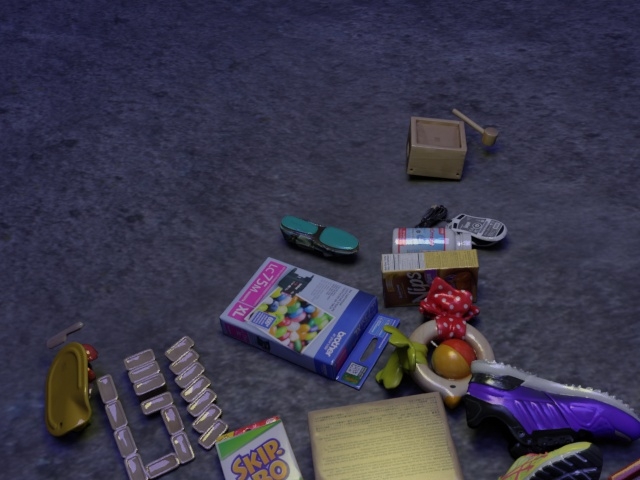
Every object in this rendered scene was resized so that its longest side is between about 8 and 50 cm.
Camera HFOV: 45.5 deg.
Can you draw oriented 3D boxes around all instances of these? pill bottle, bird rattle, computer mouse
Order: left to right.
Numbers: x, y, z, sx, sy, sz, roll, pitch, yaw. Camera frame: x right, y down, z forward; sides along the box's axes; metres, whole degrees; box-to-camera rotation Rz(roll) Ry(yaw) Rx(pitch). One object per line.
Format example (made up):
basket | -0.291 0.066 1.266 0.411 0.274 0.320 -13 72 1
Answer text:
pill bottle | 0.229 0.017 1.579 0.160 0.087 0.087 -1 46 7
bird rattle | 0.225 0.203 1.408 0.253 0.143 0.207 -28 59 -36
computer mouse | 0.306 -0.022 1.641 0.193 0.042 0.106 16 45 30

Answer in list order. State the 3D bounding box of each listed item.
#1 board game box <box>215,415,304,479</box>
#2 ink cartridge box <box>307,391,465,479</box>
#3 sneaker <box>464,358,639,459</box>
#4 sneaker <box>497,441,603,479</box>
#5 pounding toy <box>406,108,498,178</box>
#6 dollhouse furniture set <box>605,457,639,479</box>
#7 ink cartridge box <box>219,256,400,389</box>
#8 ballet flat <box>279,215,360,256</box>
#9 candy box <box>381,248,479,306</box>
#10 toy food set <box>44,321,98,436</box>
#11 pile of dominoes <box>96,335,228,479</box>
board game box | -0.089 0.413 1.272 0.124 0.039 0.259 -18 45 -10
ink cartridge box | 0.105 0.365 1.255 0.234 0.088 0.193 -8 47 -1
sneaker | 0.379 0.310 1.273 0.293 0.102 0.146 15 68 12
sneaker | 0.341 0.357 1.177 0.081 0.208 0.094 40 30 -13
pounding toy | 0.311 -0.228 1.811 0.206 0.094 0.181 6 41 1
dollhouse furniture set | 0.398 0.485 1.086 0.374 0.152 0.201 -30 48 2
ink cartridge box | -0.020 0.155 1.501 0.311 0.065 0.186 21 52 23
ballet flat | 0.000 0.000 1.646 0.188 0.070 0.070 22 53 22
candy box | 0.216 0.076 1.508 0.186 0.109 0.053 -3 45 6
toy food set | -0.453 0.266 1.432 0.128 0.071 0.218 -34 50 27
pile of dominoes | -0.290 0.313 1.415 0.196 0.040 0.251 -22 55 -15
